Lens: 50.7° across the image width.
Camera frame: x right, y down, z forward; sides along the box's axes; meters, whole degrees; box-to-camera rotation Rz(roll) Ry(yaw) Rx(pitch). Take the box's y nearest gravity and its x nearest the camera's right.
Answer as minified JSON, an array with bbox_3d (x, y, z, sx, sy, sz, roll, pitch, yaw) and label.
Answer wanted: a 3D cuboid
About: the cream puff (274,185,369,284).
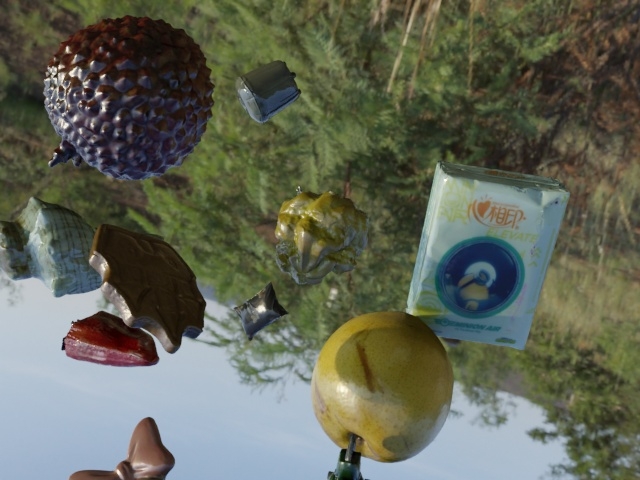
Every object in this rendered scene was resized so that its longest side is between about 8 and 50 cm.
[{"bbox_3d":[0.000,0.001,1.045,0.156,0.156,0.121,18,172,-13],"label":"cream puff"}]

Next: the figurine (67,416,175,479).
[{"bbox_3d":[-0.160,0.428,0.862,0.420,0.154,0.193,37,152,36],"label":"figurine"}]

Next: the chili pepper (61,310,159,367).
[{"bbox_3d":[-0.492,0.258,1.664,0.252,0.136,0.144,13,164,20],"label":"chili pepper"}]

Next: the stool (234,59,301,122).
[{"bbox_3d":[-0.098,-0.280,1.259,0.096,0.110,0.096,58,171,14],"label":"stool"}]

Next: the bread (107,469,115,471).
[{"bbox_3d":[-0.432,0.569,1.306,0.139,0.240,0.240,34,176,3],"label":"bread"}]

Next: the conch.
[{"bbox_3d":[-0.509,0.015,1.332,0.385,0.203,0.169,-2,166,-10],"label":"conch"}]

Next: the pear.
[{"bbox_3d":[0.129,0.302,1.412,0.314,0.315,0.314,16,176,1],"label":"pear"}]

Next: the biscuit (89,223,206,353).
[{"bbox_3d":[-0.232,0.067,0.951,0.182,0.034,0.215,21,-149,-49],"label":"biscuit"}]

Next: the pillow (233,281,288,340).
[{"bbox_3d":[-0.147,0.173,1.637,0.048,0.091,0.150,13,142,-44],"label":"pillow"}]

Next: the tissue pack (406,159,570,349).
[{"bbox_3d":[0.364,0.035,1.527,0.287,0.388,0.162,8,-160,-4],"label":"tissue pack"}]

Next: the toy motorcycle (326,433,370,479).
[{"bbox_3d":[0.041,0.502,1.234,0.124,0.275,0.187,8,-144,8],"label":"toy motorcycle"}]

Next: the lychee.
[{"bbox_3d":[-0.512,-0.354,1.753,0.425,0.499,0.424,57,-174,-9],"label":"lychee"}]
